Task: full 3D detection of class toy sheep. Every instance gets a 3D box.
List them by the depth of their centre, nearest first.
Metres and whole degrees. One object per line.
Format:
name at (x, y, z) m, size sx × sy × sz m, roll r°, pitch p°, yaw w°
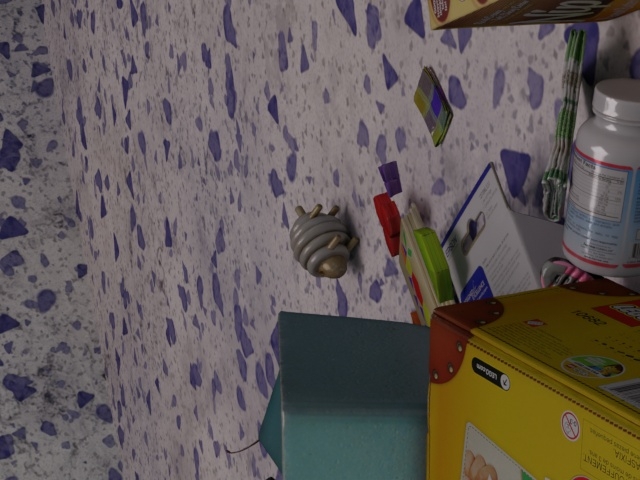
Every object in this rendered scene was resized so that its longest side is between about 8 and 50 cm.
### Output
toy sheep at (0.000, 0.000, 2.046) m, size 0.091 × 0.091 × 0.132 m, roll 106°, pitch 146°, yaw -47°

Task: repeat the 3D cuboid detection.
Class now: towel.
towel at (0.221, -0.104, 1.353) m, size 0.113 × 0.023 × 0.152 m, roll 69°, pitch -150°, yaw -72°
towel at (0.131, -0.158, 1.740) m, size 0.060 × 0.009 × 0.083 m, roll 109°, pitch 149°, yaw -48°

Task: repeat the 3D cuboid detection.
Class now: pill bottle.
pill bottle at (0.261, -0.055, 1.289) m, size 0.087 × 0.087 × 0.160 m, roll -130°, pitch 39°, yaw -57°

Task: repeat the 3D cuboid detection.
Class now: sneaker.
sneaker at (0.243, 0.044, 1.352) m, size 0.047 × 0.119 × 0.057 m, roll -45°, pitch 30°, yaw 24°

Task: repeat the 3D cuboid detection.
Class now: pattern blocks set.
pattern blocks set at (0.127, 0.062, 1.689) m, size 0.285 × 0.026 × 0.325 m, roll 93°, pitch 160°, yaw -75°

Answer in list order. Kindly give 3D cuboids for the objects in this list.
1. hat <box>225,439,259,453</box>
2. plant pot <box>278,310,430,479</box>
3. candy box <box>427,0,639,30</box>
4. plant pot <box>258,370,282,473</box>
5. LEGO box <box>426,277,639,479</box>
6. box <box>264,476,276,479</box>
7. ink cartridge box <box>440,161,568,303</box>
hat at (-0.014, 0.223, 1.998) m, size 0.173 × 0.183 × 0.208 m, roll -133°, pitch 41°, yaw -59°
plant pot at (0.088, 0.216, 1.393) m, size 0.247 × 0.252 × 0.248 m, roll -96°, pitch 4°, yaw -73°
candy box at (0.227, -0.239, 1.186) m, size 0.316 × 0.183 × 0.087 m, roll 175°, pitch 90°, yaw -70°
plant pot at (0.056, 0.239, 1.726) m, size 0.234 × 0.165 × 0.165 m, roll -123°, pitch 45°, yaw -53°
LEGO box at (0.282, 0.280, 1.087) m, size 0.500 × 0.193 × 0.372 m, roll 29°, pitch 123°, yaw 58°
box at (-0.002, 0.400, 1.670) m, size 0.059 × 0.233 × 0.183 m, roll -44°, pitch 14°, yaw 21°
ink cartridge box at (0.222, 0.118, 1.486) m, size 0.176 × 0.069 × 0.371 m, roll 115°, pitch 142°, yaw -57°
